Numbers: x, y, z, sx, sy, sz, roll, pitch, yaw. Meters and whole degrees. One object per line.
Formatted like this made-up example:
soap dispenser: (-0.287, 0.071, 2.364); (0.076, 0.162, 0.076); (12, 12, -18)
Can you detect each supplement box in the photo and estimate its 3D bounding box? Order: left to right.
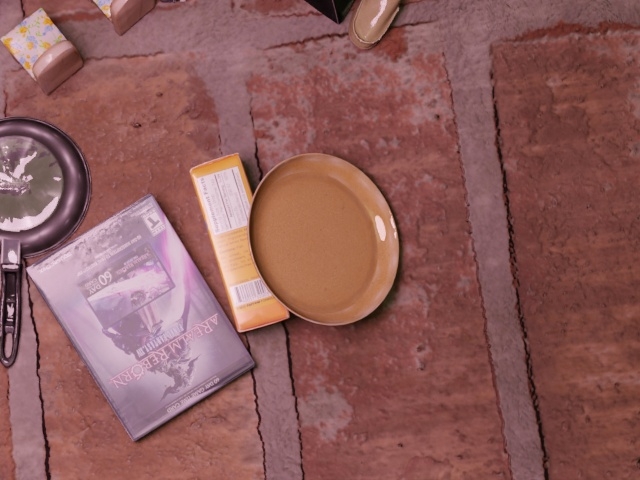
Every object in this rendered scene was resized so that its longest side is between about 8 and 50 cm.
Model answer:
supplement box: (-0.109, 0.005, 1.864); (0.080, 0.078, 0.233); (-15, 86, -4)

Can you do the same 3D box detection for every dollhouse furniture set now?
dollhouse furniture set: (-0.475, -0.348, 1.776); (0.394, 0.256, 0.362); (-42, 90, -7)

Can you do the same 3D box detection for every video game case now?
video game case: (-0.240, 0.103, 1.854); (0.196, 0.026, 0.274); (-32, 94, -7)

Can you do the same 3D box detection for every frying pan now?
frying pan: (-0.437, -0.017, 1.858); (0.197, 0.053, 0.326); (25, 80, -1)

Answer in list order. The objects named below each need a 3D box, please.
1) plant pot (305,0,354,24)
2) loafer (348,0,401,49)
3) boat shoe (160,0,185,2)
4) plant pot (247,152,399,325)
plant pot: (-0.008, -0.436, 1.869); (0.167, 0.188, 0.187); (29, 83, 12)
loafer: (0.085, -0.336, 1.923); (0.056, 0.050, 0.148); (27, 83, -2)
boat shoe: (-0.211, -0.391, 1.909); (0.038, 0.046, 0.125); (-6, 94, -10)
plant pot: (0.000, 0.000, 1.855); (0.236, 0.032, 0.236); (8, 74, -29)
